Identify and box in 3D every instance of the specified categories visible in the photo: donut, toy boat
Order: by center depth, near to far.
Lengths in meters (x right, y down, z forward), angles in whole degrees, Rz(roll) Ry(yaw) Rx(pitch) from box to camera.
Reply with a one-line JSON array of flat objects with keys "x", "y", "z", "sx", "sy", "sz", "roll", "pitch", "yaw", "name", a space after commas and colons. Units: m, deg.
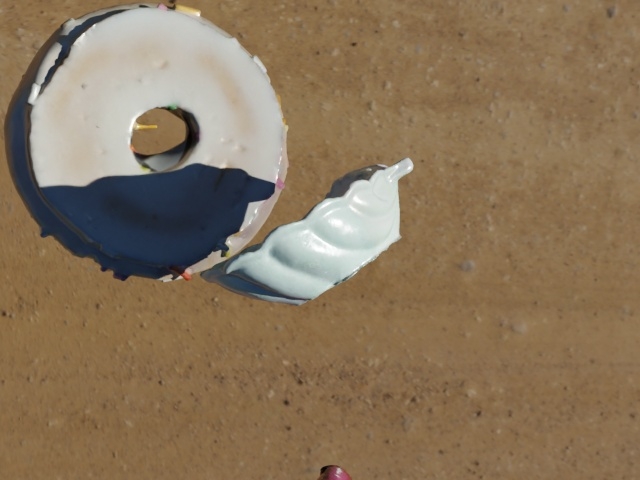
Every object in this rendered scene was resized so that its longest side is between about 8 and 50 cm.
[{"x": 0.000, "y": 0.000, "z": 0.914, "sx": 0.290, "sy": 0.199, "sz": 0.100, "roll": -34, "pitch": 95, "yaw": -31, "name": "toy boat"}, {"x": -0.228, "y": -0.129, "z": 1.073, "sx": 0.383, "sy": 0.142, "sz": 0.382, "roll": 2, "pitch": 85, "yaw": -20, "name": "donut"}]

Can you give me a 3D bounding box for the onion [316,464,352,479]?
[{"x": 0.038, "y": 0.431, "z": 1.217, "sx": 0.140, "sy": 0.150, "sz": 0.150, "roll": 16, "pitch": 98, "yaw": 10, "name": "onion"}]
